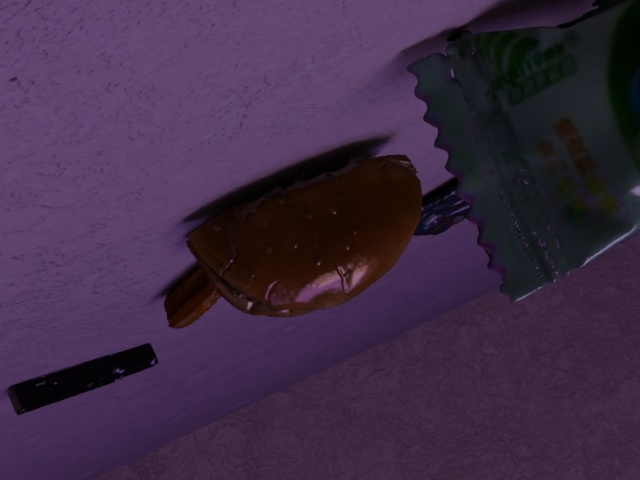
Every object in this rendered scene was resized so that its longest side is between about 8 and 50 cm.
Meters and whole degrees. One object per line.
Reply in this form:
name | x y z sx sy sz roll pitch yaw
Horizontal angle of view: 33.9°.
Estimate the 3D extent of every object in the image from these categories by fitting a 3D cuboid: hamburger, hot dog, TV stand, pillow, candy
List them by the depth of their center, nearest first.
candy | 0.301 -0.140 1.007 0.398 0.262 0.172 -27 174 -6
hamburger | 0.000 0.000 1.201 0.283 0.156 0.144 -22 166 -14
hot dog | -0.158 0.068 1.374 0.038 0.062 0.144 12 143 -37
TV stand | -0.353 0.206 1.576 0.249 0.036 0.042 -15 162 -45
pillow | 0.227 -0.060 1.724 0.189 0.034 0.255 -32 167 18

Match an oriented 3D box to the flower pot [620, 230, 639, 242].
flower pot | 0.434 -0.124 1.486 0.209 0.239 0.189 17 143 -27
